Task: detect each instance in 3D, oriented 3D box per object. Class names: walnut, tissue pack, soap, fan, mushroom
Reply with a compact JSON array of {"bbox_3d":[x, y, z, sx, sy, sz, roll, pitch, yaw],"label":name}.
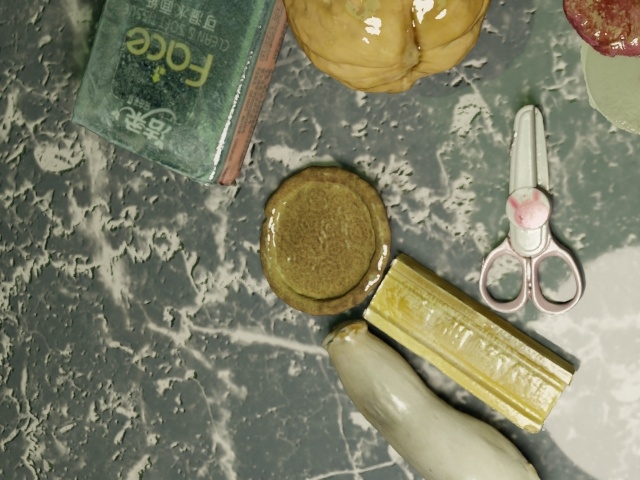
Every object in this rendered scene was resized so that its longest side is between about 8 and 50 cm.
[{"bbox_3d":[0.065,-0.289,1.025,0.224,0.257,0.257,-14,91,-1],"label":"walnut"},{"bbox_3d":[-0.162,-0.252,1.185,0.228,0.103,0.315,24,104,20],"label":"tissue pack"},{"bbox_3d":[0.173,0.121,1.126,0.252,0.037,0.092,34,109,16],"label":"soap"},{"bbox_3d":[0.408,-0.134,1.009,0.182,0.010,0.310,-34,82,23],"label":"fan"},{"bbox_3d":[0.131,0.228,1.123,0.351,0.097,0.109,42,144,18],"label":"mushroom"}]

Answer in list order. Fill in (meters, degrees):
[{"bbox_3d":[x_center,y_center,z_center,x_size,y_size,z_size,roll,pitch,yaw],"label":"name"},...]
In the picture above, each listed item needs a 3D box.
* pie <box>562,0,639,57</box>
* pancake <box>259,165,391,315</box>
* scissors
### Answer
[{"bbox_3d":[0.335,-0.267,1.006,0.154,0.038,0.153,2,94,26],"label":"pie"},{"bbox_3d":[0.001,0.000,1.179,0.199,0.021,0.199,2,93,32],"label":"pancake"},{"bbox_3d":[0.240,-0.034,1.081,0.118,0.030,0.242,2,99,22],"label":"scissors"}]
